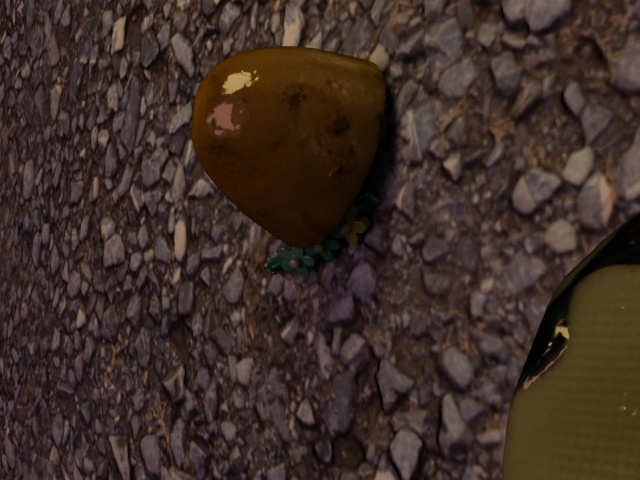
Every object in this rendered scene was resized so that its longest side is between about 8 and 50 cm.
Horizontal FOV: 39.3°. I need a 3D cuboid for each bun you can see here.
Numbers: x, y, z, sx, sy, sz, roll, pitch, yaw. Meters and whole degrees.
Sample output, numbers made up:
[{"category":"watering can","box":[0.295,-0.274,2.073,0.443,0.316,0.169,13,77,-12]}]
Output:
[{"category":"bun","box":[0.250,0.106,0.506,0.283,0.179,0.283,-40,36,37]}]

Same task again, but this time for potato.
[{"category":"potato","box":[-0.052,-0.109,0.889,0.203,0.158,0.178,-61,35,19]}]

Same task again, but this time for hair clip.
[{"category":"hair clip","box":[0.000,0.001,0.937,0.173,0.049,0.049,-33,61,45]}]
